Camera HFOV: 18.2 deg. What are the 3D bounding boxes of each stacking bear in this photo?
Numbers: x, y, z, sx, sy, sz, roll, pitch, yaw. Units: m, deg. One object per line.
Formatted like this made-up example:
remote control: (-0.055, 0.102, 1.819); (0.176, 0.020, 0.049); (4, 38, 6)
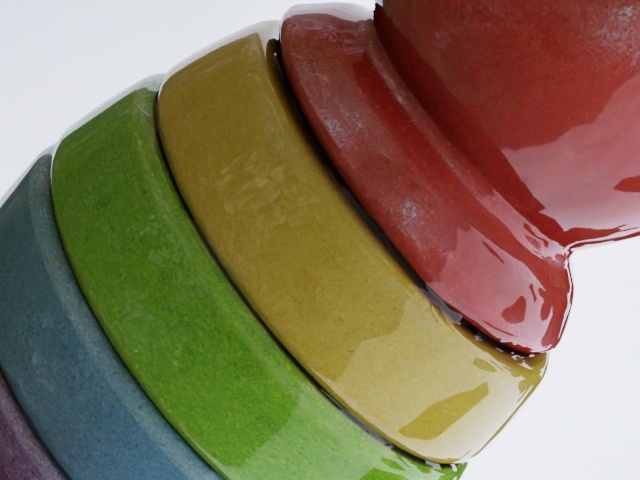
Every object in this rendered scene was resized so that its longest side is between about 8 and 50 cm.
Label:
stacking bear: (0.000, 0.000, 0.566); (0.289, 0.164, 0.175); (-38, -155, 18)
